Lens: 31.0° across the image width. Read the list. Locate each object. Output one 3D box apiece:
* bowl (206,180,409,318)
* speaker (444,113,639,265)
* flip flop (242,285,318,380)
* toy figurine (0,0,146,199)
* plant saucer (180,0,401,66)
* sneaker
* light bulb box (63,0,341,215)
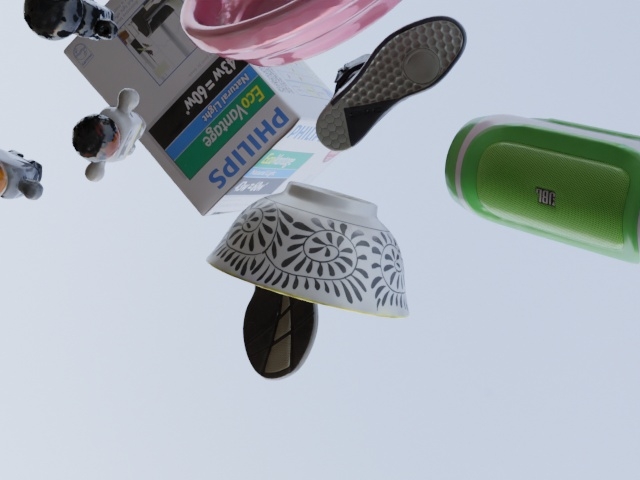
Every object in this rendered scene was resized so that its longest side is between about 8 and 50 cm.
[{"bbox_3d":[0.000,0.000,0.921,0.170,0.170,0.080,21,-82,45],"label":"bowl"},{"bbox_3d":[0.279,-0.057,1.248,0.296,0.131,0.131,19,-79,45],"label":"speaker"},{"bbox_3d":[-0.055,0.082,1.673,0.112,0.080,0.277,-17,-130,10],"label":"flip flop"},{"bbox_3d":[-0.298,-0.150,1.190,0.213,0.148,0.210,-15,-85,7],"label":"toy figurine"},{"bbox_3d":[-0.001,-0.305,1.308,0.332,0.084,0.332,-25,-149,16],"label":"plant saucer"},{"bbox_3d":[0.095,-0.219,1.460,0.226,0.163,0.086,-37,-80,25],"label":"sneaker"},{"bbox_3d":[-0.162,-0.246,1.916,0.225,0.358,0.361,-44,-101,16],"label":"light bulb box"}]
